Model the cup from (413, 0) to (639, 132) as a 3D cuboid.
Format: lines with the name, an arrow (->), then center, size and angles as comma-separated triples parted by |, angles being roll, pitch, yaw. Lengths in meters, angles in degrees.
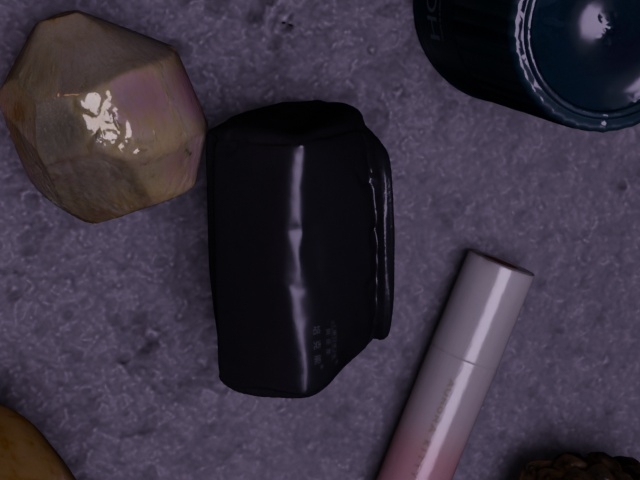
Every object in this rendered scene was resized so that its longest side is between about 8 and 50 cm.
cup -> 0.276, -0.277, 1.870 | 0.242, 0.292, 0.308 | 29, 95, -20

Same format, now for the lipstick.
lipstick -> 0.159, 0.176, 2.054 | 0.087, 0.087, 0.327 | 19, 98, -19

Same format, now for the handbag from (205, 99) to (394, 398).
handbag -> 0.002, 0.000, 1.867 | 0.178, 0.275, 0.302 | 5, 105, 28

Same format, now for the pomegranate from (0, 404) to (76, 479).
pomegranate -> -0.406, 0.320, 1.831 | 0.342, 0.342, 0.342 | -4, 104, -15

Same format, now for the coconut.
coconut -> -0.228, -0.138, 1.802 | 0.197, 0.237, 0.237 | -24, 108, -14

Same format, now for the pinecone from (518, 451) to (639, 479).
pinecone -> 0.348, 0.375, 2.077 | 0.257, 0.243, 0.243 | 12, 100, -27
